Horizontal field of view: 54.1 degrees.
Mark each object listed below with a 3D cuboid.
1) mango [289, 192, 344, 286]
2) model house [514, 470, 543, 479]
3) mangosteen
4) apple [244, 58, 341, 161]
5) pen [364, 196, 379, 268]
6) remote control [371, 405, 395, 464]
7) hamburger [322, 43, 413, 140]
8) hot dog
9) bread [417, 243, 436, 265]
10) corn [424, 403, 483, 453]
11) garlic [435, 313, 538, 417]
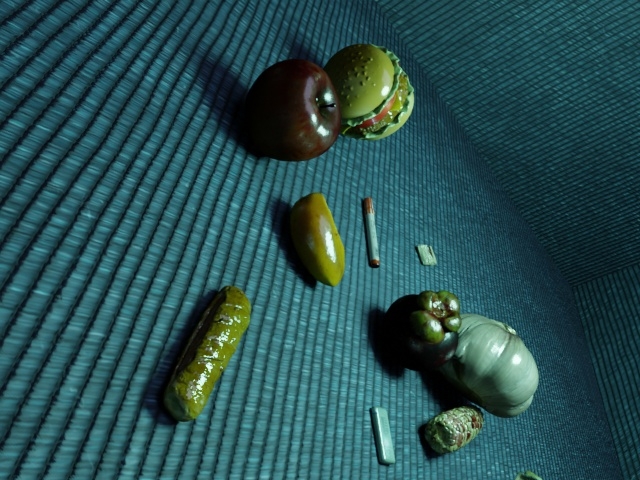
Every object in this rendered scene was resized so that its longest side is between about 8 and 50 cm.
[{"bbox_3d":[-0.006,0.002,1.412,0.141,0.102,0.217,38,32,-81],"label":"mango"},{"bbox_3d":[0.573,0.763,1.701,0.267,0.194,0.325,50,17,-16],"label":"model house"},{"bbox_3d":[0.250,0.222,1.550,0.210,0.210,0.209,40,36,-37],"label":"mangosteen"},{"bbox_3d":[-0.062,-0.286,1.427,0.234,0.234,0.233,40,36,-37],"label":"apple"},{"bbox_3d":[0.143,-0.025,1.757,0.028,0.028,0.239,37,38,-41],"label":"pen"},{"bbox_3d":[0.138,0.427,1.376,0.053,0.018,0.124,31,42,-48],"label":"remote control"},{"bbox_3d":[0.119,-0.438,1.811,0.212,0.275,0.274,35,38,-53],"label":"hamburger"},{"bbox_3d":[-0.174,0.174,1.021,0.087,0.061,0.285,61,27,-29],"label":"hot dog"},{"bbox_3d":[0.347,0.048,2.036,0.083,0.035,0.070,17,54,-58],"label":"bread"},{"bbox_3d":[0.353,0.479,1.621,0.290,0.098,0.098,9,59,-61],"label":"corn"},{"bbox_3d":[0.451,0.341,1.718,0.322,0.241,0.322,39,9,-8],"label":"garlic"}]
